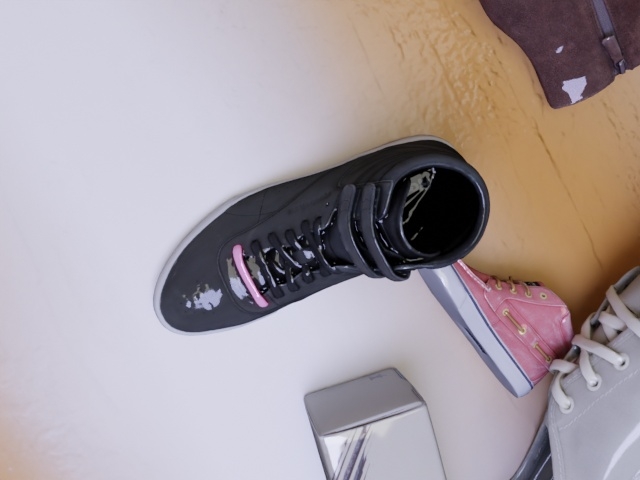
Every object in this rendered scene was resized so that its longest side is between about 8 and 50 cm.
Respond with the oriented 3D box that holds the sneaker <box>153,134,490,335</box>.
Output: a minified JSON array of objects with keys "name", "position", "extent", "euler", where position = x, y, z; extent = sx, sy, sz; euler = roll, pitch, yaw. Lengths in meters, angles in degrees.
[{"name":"sneaker","position":[0.000,-0.001,0.638],"extent":[0.295,0.147,0.105],"euler":[-26,102,-5]}]

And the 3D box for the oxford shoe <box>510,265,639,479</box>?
[{"name":"oxford shoe","position":[0.267,0.108,0.668],"extent":[0.130,0.169,0.449],"euler":[22,106,4]}]

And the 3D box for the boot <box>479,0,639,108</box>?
[{"name":"boot","position":[0.246,-0.257,0.675],"extent":[0.248,0.090,0.207],"euler":[-36,110,11]}]

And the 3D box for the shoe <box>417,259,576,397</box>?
[{"name":"shoe","position":[0.157,0.051,0.716],"extent":[0.081,0.063,0.178],"euler":[-39,107,-5]}]

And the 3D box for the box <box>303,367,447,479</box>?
[{"name":"box","position":[0.069,0.262,0.700],"extent":[0.094,0.113,0.275],"euler":[-17,98,-6]}]
